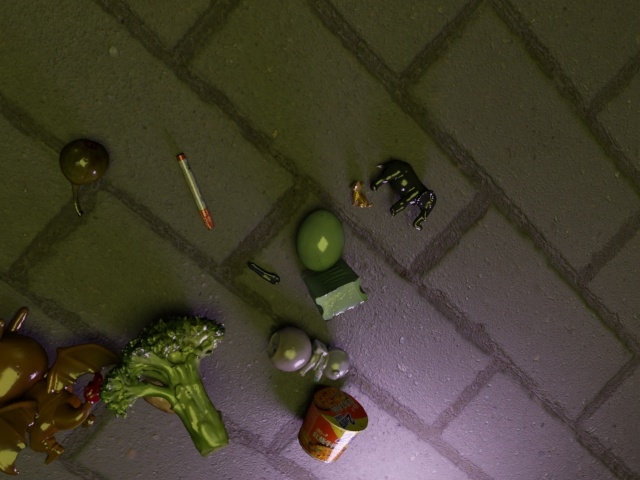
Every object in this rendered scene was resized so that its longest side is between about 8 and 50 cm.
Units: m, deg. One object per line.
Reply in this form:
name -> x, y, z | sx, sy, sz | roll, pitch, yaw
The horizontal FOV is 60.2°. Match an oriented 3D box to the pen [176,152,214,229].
pen -> -0.367, -0.142, 1.625 | 0.028, 0.028, 0.239 | -21, 110, -6

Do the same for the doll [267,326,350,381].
doll -> -0.027, 0.376, 1.806 | 0.287, 0.151, 0.150 | 22, 100, -22

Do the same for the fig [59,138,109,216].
fig -> -0.658, -0.170, 1.524 | 0.124, 0.124, 0.236 | 13, 126, -17

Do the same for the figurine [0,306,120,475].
figurine -> -0.812, 0.411, 1.578 | 0.387, 0.268, 0.401 | 46, 58, -5

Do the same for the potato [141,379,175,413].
potato -> -0.493, 0.486, 1.757 | 0.171, 0.080, 0.107 | 33, 97, -15

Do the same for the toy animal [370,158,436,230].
toy animal -> 0.267, -0.144, 1.726 | 0.146, 0.114, 0.245 | -39, 111, 1

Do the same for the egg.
egg -> 0.000, 0.000, 1.689 | 0.150, 0.149, 0.192 | 10, 99, -16

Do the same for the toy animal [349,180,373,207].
toy animal -> 0.127, -0.148, 1.725 | 0.081, 0.060, 0.083 | 15, 108, 24

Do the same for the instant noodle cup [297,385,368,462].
instant noodle cup -> 0.031, 0.628, 1.869 | 0.213, 0.213, 0.174 | 22, 109, -18

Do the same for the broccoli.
broccoli -> -0.386, 0.397, 1.633 | 0.397, 0.275, 0.353 | 30, 79, -2

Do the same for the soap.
soap -> 0.037, 0.138, 1.682 | 0.150, 0.261, 0.094 | -29, 107, -4

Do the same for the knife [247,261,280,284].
knife -> -0.180, 0.102, 1.748 | 0.121, 0.018, 0.031 | 35, 103, -19
